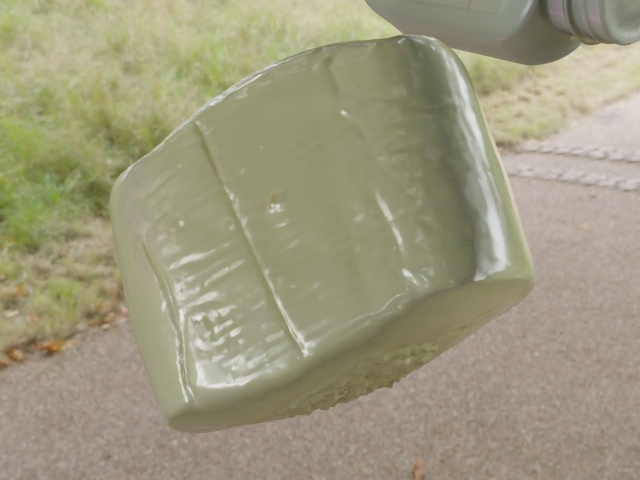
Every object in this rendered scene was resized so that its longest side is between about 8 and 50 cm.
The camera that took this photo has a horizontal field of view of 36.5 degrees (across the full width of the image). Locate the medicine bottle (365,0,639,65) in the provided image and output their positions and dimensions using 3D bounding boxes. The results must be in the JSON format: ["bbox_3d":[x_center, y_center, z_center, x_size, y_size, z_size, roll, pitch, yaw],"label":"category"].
[{"bbox_3d":[0.202,-0.288,1.038,0.324,0.124,0.179,25,88,48],"label":"medicine bottle"}]

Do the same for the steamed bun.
[{"bbox_3d":[0.000,0.000,0.598,0.250,0.200,0.154,-25,-19,17],"label":"steamed bun"}]
